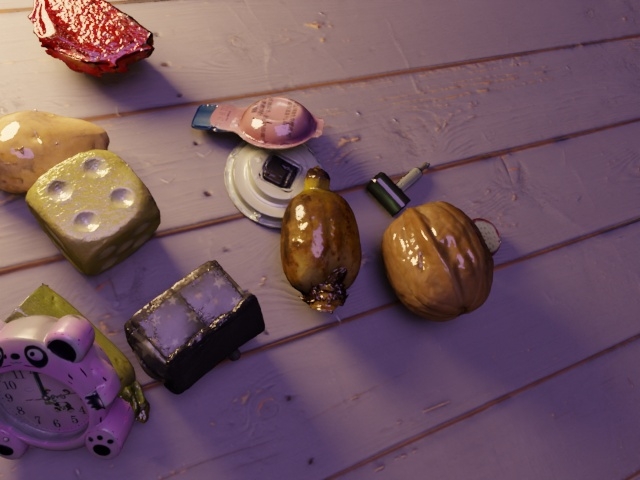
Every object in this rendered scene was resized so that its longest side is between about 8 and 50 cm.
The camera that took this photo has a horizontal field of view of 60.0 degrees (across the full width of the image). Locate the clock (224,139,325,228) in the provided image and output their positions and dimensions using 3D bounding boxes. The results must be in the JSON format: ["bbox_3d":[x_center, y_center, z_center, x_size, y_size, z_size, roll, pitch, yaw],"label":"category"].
[{"bbox_3d":[-0.091,-0.142,1.220,0.237,0.053,0.236,6,70,-17],"label":"clock"}]

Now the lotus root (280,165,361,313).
[{"bbox_3d":[0.000,0.000,1.144,0.169,0.141,0.314,7,74,-33],"label":"lotus root"}]

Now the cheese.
[{"bbox_3d":[-0.135,-0.261,1.213,0.286,0.074,0.188,5,44,1],"label":"cheese"}]

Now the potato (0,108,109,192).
[{"bbox_3d":[-0.526,-0.167,1.044,0.235,0.128,0.161,6,73,-22],"label":"potato"}]

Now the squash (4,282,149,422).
[{"bbox_3d":[-0.410,0.210,0.970,0.287,0.137,0.137,42,63,-16],"label":"squash"}]

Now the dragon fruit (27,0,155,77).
[{"bbox_3d":[-0.468,-0.425,1.152,0.262,0.189,0.163,32,102,0],"label":"dragon fruit"}]

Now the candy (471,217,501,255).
[{"bbox_3d":[0.383,-0.004,1.330,0.103,0.043,0.103,6,69,-16],"label":"candy"}]

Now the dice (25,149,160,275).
[{"bbox_3d":[-0.411,-0.050,1.015,0.169,0.169,0.166,-40,87,-25],"label":"dice"}]

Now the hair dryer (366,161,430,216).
[{"bbox_3d":[0.201,-0.144,1.325,0.100,0.057,0.198,49,56,3],"label":"hair dryer"}]

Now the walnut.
[{"bbox_3d":[0.245,0.042,1.179,0.225,0.225,0.261,-20,73,-24],"label":"walnut"}]

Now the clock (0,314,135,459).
[{"bbox_3d":[-0.422,0.228,0.859,0.228,0.247,0.090,-2,29,5],"label":"clock"}]

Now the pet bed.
[{"bbox_3d":[-0.220,0.168,0.996,0.211,0.183,0.159,-39,80,-28],"label":"pet bed"}]
